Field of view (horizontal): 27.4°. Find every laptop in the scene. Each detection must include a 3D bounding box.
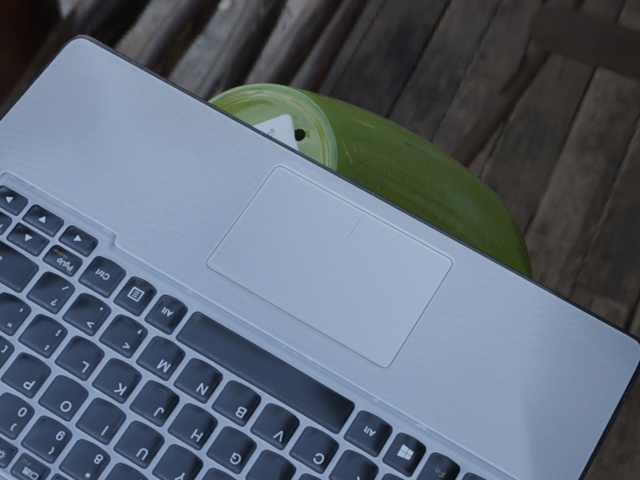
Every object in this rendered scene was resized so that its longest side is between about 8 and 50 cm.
[{"bbox_3d":[-0.080,0.070,0.571,0.382,0.236,0.408,30,65,11],"label":"laptop"}]

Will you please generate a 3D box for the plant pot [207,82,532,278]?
[{"bbox_3d":[0.000,0.000,1.023,0.275,0.293,0.274,-8,67,19],"label":"plant pot"}]
